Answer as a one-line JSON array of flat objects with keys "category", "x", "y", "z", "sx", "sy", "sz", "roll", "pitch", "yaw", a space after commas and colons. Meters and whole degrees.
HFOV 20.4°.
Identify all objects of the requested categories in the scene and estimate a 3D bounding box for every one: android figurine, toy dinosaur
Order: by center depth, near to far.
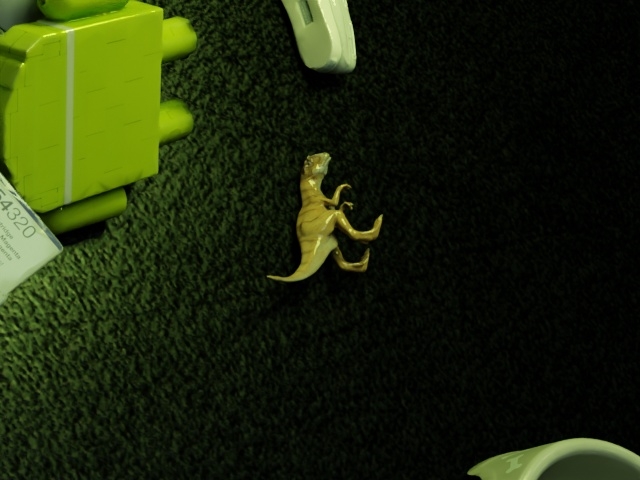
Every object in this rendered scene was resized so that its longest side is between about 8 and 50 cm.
[{"category": "android figurine", "x": -0.221, "y": -0.123, "z": 1.625, "sx": 0.056, "sy": 0.248, "sz": 0.273, "roll": 20, "pitch": 29, "yaw": 35}, {"category": "toy dinosaur", "x": 0.000, "y": 0.000, "z": 1.842, "sx": 0.112, "sy": 0.064, "sz": 0.211, "roll": 17, "pitch": 42, "yaw": -9}]

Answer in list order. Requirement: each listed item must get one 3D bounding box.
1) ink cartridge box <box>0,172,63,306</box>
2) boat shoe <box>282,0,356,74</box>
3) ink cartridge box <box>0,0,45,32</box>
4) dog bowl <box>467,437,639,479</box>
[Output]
[{"category": "ink cartridge box", "x": -0.430, "y": -0.014, "z": 1.442, "sx": 0.324, "sy": 0.071, "sz": 0.330, "roll": 50, "pitch": 51, "yaw": -1}, {"category": "boat shoe", "x": 0.002, "y": -0.270, "z": 2.009, "sx": 0.063, "sy": 0.066, "sz": 0.184, "roll": 13, "pitch": 52, "yaw": -51}, {"category": "ink cartridge box", "x": -0.345, "y": -0.284, "z": 1.571, "sx": 0.165, "sy": 0.065, "sz": 0.333, "roll": 46, "pitch": 1, "yaw": 36}, {"category": "dog bowl", "x": 0.278, "y": 0.358, "z": 1.797, "sx": 0.349, "sy": 0.102, "sz": 0.348, "roll": 22, "pitch": 51, "yaw": -29}]
